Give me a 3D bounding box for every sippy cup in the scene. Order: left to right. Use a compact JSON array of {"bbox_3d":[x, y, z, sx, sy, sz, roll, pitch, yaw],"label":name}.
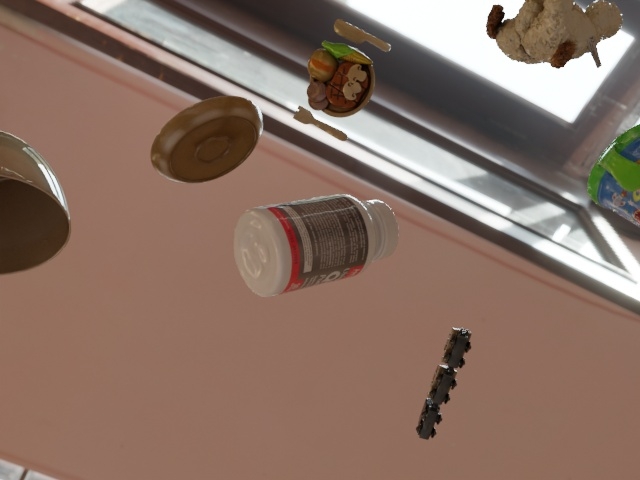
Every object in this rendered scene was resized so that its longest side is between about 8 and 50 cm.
[{"bbox_3d":[0.776,-0.117,1.666,0.224,0.305,0.240,54,-24,39],"label":"sippy cup"}]

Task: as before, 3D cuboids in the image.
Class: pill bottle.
[{"bbox_3d":[0.000,0.000,1.484,0.176,0.319,0.176,20,-65,50],"label":"pill bottle"}]

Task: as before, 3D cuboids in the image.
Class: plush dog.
[{"bbox_3d":[0.490,-0.452,1.611,0.225,0.262,0.210,3,-109,65],"label":"plush dog"}]

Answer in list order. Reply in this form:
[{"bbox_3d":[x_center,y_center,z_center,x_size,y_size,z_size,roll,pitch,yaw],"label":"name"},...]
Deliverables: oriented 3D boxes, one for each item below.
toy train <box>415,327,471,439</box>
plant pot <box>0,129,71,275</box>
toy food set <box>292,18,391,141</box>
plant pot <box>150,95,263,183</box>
[{"bbox_3d":[0.148,0.171,0.882,0.036,0.027,0.158,-74,180,-67],"label":"toy train"},{"bbox_3d":[-0.608,-0.094,1.344,0.284,0.284,0.191,-56,-143,42],"label":"plant pot"},{"bbox_3d":[0.030,-0.277,1.267,0.038,0.132,0.192,-8,126,-66],"label":"toy food set"},{"bbox_3d":[-0.213,-0.185,1.424,0.032,0.236,0.236,58,-43,25],"label":"plant pot"}]
